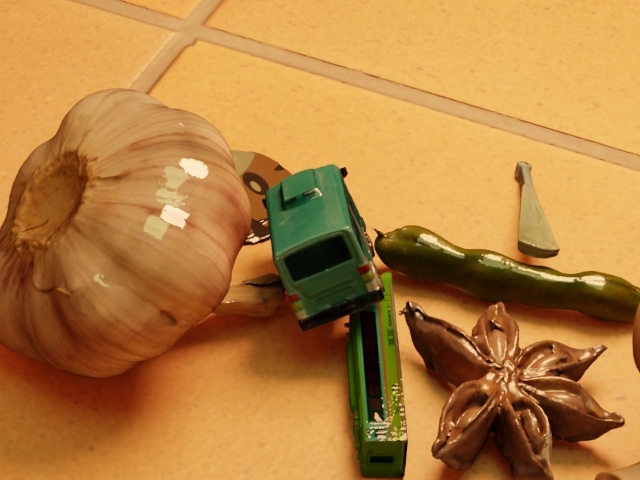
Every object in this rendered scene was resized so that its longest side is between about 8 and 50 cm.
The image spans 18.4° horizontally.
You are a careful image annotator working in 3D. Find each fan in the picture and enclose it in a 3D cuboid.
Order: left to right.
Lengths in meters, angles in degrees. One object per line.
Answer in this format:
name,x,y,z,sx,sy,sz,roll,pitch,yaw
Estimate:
fan,-0.109,-0.062,1.826,0.152,0.008,0.226,-24,49,-29
fan,0.190,-0.028,1.777,0.038,0.016,0.193,13,24,-4

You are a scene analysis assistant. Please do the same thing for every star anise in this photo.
star anise,0.157,0.126,1.599,0.171,0.063,0.208,3,37,-10

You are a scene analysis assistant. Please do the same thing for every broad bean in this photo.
broad bean,0.168,0.031,1.714,0.256,0.052,0.053,12,27,4

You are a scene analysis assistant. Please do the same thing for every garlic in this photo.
garlic,-0.130,0.013,1.629,0.253,0.245,0.245,28,25,-37

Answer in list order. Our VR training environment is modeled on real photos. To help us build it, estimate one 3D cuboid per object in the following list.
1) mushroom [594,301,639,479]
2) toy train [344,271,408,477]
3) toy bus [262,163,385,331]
mushroom,0.347,0.147,1.460,0.297,0.297,0.290,34,81,29
toy train,0.043,0.103,1.620,0.042,0.044,0.209,1,40,-4
toy bus,0.000,0.000,1.667,0.079,0.092,0.160,-22,23,5
